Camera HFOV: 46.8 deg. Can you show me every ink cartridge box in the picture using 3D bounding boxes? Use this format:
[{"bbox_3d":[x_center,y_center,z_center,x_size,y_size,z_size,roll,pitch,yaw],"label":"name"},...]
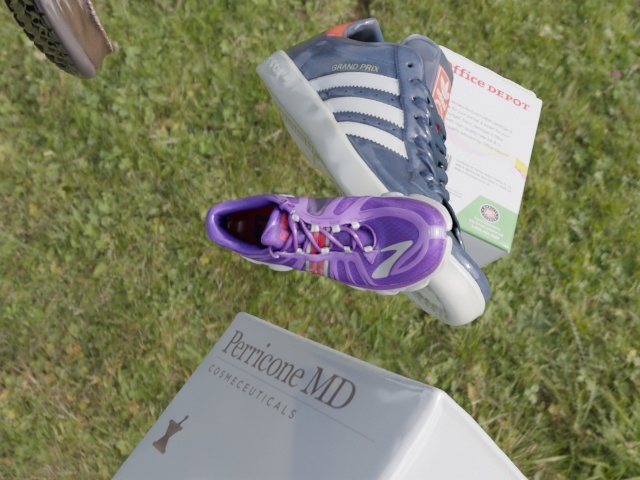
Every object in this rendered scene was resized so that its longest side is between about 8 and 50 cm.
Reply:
[{"bbox_3d":[0.198,-0.123,1.113,0.201,0.117,0.278,24,64,-11],"label":"ink cartridge box"}]

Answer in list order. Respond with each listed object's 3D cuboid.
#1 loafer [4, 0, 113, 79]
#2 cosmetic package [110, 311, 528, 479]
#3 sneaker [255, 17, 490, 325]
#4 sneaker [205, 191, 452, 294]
[{"bbox_3d":[-0.299,-0.355,0.793,0.130,0.366,0.134,-31,31,-26],"label":"loafer"},{"bbox_3d":[-0.018,0.340,0.704,0.327,0.329,0.393,47,70,-30],"label":"cosmetic package"},{"bbox_3d":[0.068,-0.087,0.620,0.148,0.131,0.350,-31,50,-1],"label":"sneaker"},{"bbox_3d":[0.000,0.000,0.479,0.170,0.071,0.068,1,89,26],"label":"sneaker"}]
